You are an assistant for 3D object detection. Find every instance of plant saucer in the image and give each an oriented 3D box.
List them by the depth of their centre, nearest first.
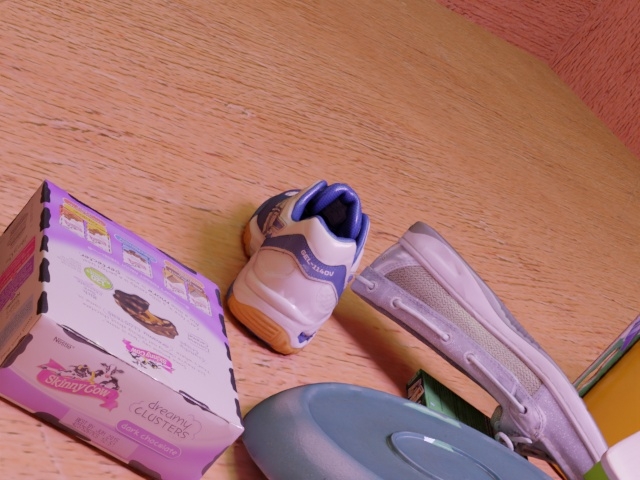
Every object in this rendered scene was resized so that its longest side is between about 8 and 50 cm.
[{"bbox_3d":[0.092,0.187,1.211,0.317,0.044,0.317,24,10,-4],"label":"plant saucer"}]

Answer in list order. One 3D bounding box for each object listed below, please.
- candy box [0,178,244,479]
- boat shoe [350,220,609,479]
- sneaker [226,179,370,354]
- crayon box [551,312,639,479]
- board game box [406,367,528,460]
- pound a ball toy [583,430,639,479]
[{"bbox_3d":[-0.146,0.064,1.112,0.165,0.070,0.196,34,19,-23],"label":"candy box"},{"bbox_3d":[0.162,0.128,1.493,0.320,0.103,0.118,51,0,12],"label":"boat shoe"},{"bbox_3d":[0.000,0.000,1.471,0.112,0.131,0.296,36,17,-11],"label":"sneaker"},{"bbox_3d":[0.354,0.168,1.681,0.083,0.203,0.323,49,20,22],"label":"crayon box"},{"bbox_3d":[0.141,0.218,1.411,0.136,0.030,0.260,34,19,-13],"label":"board game box"},{"bbox_3d":[0.348,0.291,1.281,0.135,0.208,0.319,-17,64,-42],"label":"pound a ball toy"}]
